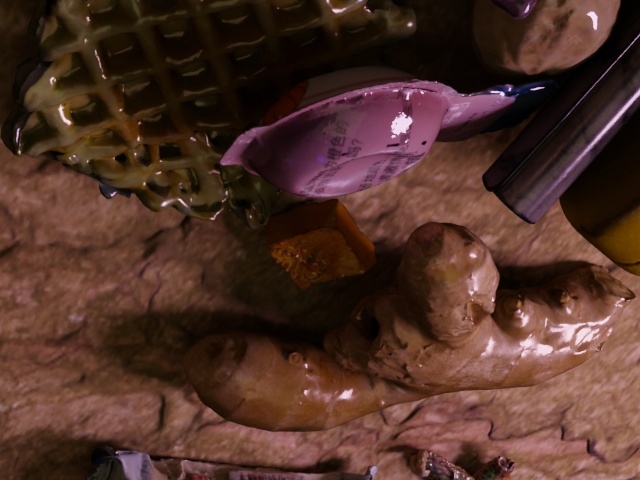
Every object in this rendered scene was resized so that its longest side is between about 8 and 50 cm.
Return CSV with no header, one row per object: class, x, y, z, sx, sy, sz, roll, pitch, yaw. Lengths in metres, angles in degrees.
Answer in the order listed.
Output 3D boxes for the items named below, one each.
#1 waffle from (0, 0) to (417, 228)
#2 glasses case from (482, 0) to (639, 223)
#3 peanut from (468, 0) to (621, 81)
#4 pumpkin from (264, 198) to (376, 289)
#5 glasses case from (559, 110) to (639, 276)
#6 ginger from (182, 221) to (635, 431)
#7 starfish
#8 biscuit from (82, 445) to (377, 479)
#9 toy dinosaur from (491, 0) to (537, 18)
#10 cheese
waffle,-0.090,-0.140,1.241,0.317,0.073,0.297,15,129,-33
glasses case,0.256,-0.144,1.269,0.060,0.114,0.299,41,103,-2
peanut,0.198,-0.231,1.202,0.123,0.123,0.256,6,129,-18
pumpkin,0.000,0.000,1.386,0.083,0.054,0.074,-15,130,26
glasses case,0.373,-0.123,1.297,0.141,0.173,0.371,33,117,-32
ginger,0.096,0.106,1.448,0.348,0.122,0.363,18,135,-42
starfish,0.170,0.275,1.664,0.210,0.053,0.150,7,139,-24
biscuit,-0.103,0.294,1.582,0.309,0.079,0.186,7,124,-18
toy dinosaur,0.062,-0.271,1.088,0.072,0.200,0.251,-31,132,15
cheese,0.058,-0.092,1.227,0.286,0.074,0.189,-11,166,-22
